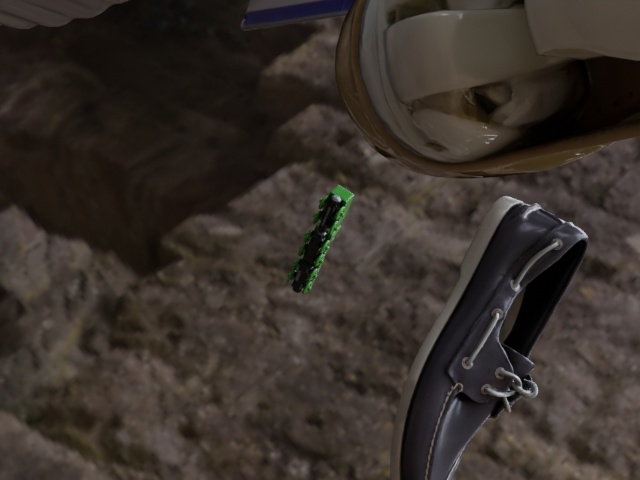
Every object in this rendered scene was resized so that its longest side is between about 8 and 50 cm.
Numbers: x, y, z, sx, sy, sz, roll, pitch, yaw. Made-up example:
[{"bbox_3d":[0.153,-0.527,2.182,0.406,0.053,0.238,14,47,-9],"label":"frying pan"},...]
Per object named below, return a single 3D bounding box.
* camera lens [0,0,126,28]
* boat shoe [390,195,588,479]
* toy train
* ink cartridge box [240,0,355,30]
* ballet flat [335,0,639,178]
[{"bbox_3d":[-0.139,-0.186,0.301,0.219,0.274,0.219,-14,-113,36],"label":"camera lens"},{"bbox_3d":[0.104,0.072,0.885,0.065,0.206,0.075,18,-13,27],"label":"boat shoe"},{"bbox_3d":[0.000,0.000,0.869,0.017,0.024,0.083,34,-46,11],"label":"toy train"},{"bbox_3d":[0.070,-0.238,0.598,0.065,0.333,0.165,19,-4,-28],"label":"ink cartridge box"},{"bbox_3d":[0.060,-0.057,0.345,0.232,0.073,0.080,-12,-86,52],"label":"ballet flat"}]
